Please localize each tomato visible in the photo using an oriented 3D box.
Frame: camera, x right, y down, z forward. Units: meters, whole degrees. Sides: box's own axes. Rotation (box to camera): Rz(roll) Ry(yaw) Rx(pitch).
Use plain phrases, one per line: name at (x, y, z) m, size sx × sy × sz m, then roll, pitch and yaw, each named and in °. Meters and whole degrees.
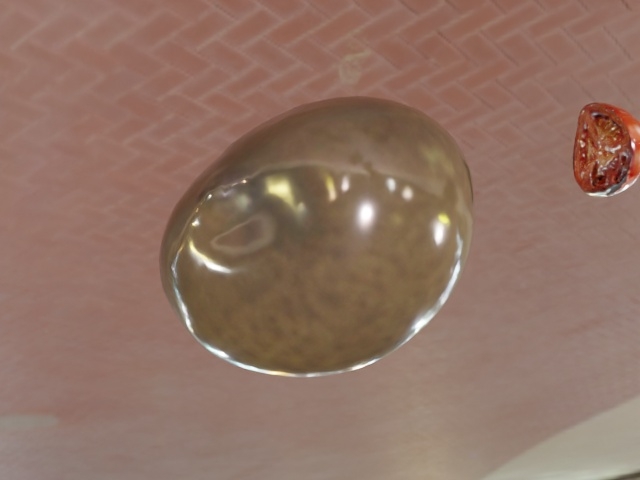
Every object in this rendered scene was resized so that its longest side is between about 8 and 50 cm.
tomato at (0.510, -0.152, 1.423) m, size 0.082 × 0.166 × 0.174 m, roll -6°, pitch -160°, yaw -14°

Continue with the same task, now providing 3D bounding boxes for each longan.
longan at (0.000, 0.000, 0.879) m, size 0.350 × 0.288 × 0.288 m, roll -30°, pitch 153°, yaw 3°
